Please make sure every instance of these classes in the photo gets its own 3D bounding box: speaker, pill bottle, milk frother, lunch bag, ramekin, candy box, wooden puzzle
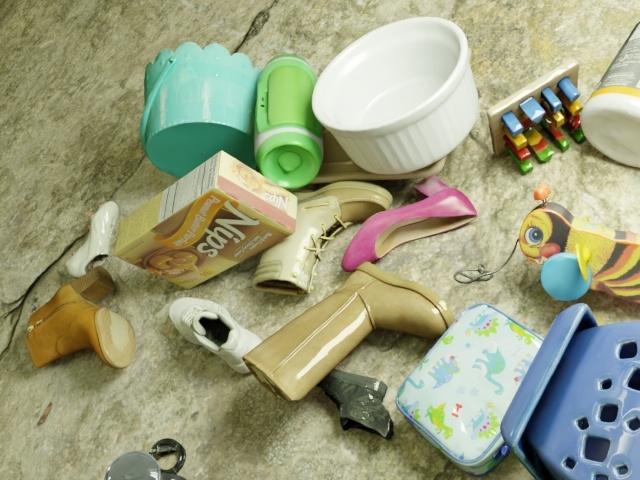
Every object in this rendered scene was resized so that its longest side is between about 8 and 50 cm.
[{"bbox_3d":[-0.062,-0.234,1.306,0.131,0.131,0.296,-19,43,16],"label":"speaker"},{"bbox_3d":[0.552,-0.267,1.090,0.162,0.162,0.278,25,73,37],"label":"pill bottle"},{"bbox_3d":[-0.282,0.378,1.117,0.129,0.134,0.143,-8,53,-15],"label":"milk frother"},{"bbox_3d":[0.232,0.216,0.984,0.219,0.090,0.176,-48,49,-8],"label":"lunch bag"},{"bbox_3d":[0.137,-0.243,1.173,0.277,0.135,0.277,-19,45,19],"label":"ramekin"},{"bbox_3d":[-0.216,-0.025,1.259,0.316,0.183,0.087,-27,48,36],"label":"candy box"},{"bbox_3d":[0.116,-0.224,1.333,0.348,0.080,0.322,-4,50,31],"label":"wooden puzzle"}]

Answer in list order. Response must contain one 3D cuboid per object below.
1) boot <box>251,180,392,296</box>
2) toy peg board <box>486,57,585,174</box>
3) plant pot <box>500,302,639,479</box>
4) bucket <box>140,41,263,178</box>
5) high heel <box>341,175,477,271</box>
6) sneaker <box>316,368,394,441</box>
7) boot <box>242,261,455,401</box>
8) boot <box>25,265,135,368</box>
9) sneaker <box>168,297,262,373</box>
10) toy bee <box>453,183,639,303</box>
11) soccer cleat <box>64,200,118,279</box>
[{"bbox_3d":[0.000,0.000,1.246,0.262,0.095,0.203,-5,57,27],"label":"boot"},{"bbox_3d":[0.377,-0.197,1.147,0.161,0.160,0.079,-32,66,6],"label":"toy peg board"},{"bbox_3d":[0.365,0.227,0.822,0.212,0.236,0.236,18,68,43],"label":"plant pot"},{"bbox_3d":[-0.243,-0.257,1.435,0.281,0.281,0.183,-12,63,21],"label":"bucket"},{"bbox_3d":[0.153,-0.006,1.190,0.244,0.082,0.117,-38,55,-8],"label":"high heel"},{"bbox_3d":[0.042,0.258,1.081,0.170,0.051,0.089,6,58,27],"label":"sneaker"},{"bbox_3d":[0.046,0.164,1.076,0.269,0.089,0.236,-37,34,-23],"label":"boot"},{"bbox_3d":[-0.496,0.203,1.382,0.211,0.104,0.295,-39,44,6],"label":"boot"},{"bbox_3d":[-0.206,0.149,1.241,0.232,0.115,0.090,22,71,36],"label":"sneaker"},{"bbox_3d":[0.356,0.004,0.993,0.298,0.162,0.195,0,18,3],"label":"toy bee"},{"bbox_3d":[-0.497,0.003,1.532,0.076,0.068,0.196,17,69,19],"label":"soccer cleat"}]
